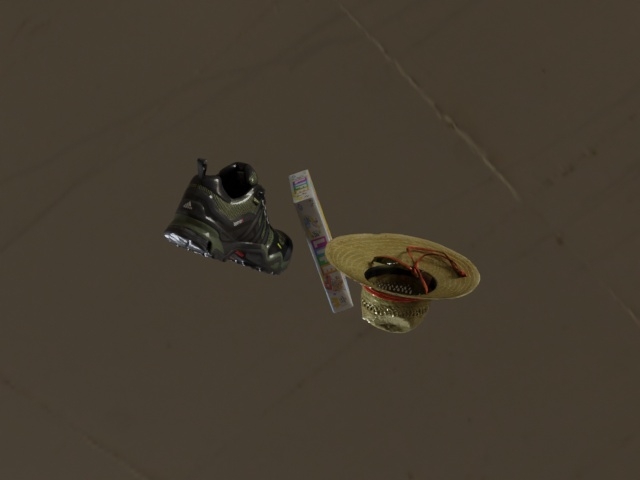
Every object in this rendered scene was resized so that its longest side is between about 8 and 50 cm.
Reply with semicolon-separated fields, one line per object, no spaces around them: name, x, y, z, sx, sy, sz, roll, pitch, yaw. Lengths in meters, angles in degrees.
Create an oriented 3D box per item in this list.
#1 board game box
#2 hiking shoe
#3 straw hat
board game box;0.000;0.000;1.575;0.026;0.103;0.154;-19;-68;3
hiking shoe;-0.085;-0.029;1.470;0.086;0.227;0.114;21;-87;26
straw hat;0.068;0.047;1.115;0.144;0.144;0.061;7;-67;-12
